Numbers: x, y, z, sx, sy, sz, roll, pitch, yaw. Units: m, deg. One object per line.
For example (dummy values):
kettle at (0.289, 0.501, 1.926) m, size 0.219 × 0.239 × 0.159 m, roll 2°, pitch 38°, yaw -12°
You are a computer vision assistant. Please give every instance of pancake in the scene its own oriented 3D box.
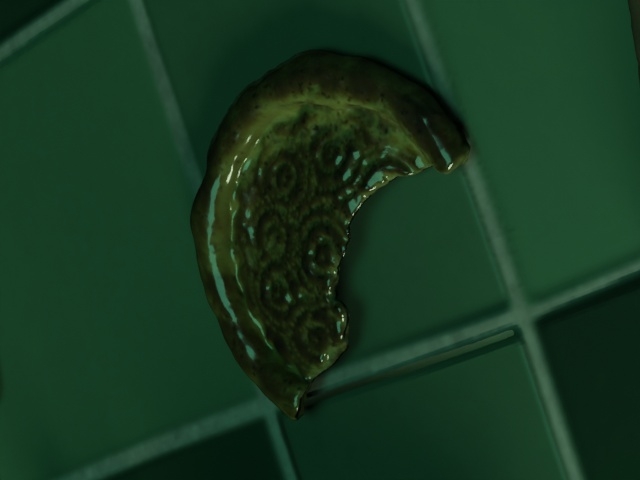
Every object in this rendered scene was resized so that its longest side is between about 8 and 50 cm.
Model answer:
pancake at (0.000, 0.000, 0.969) m, size 0.184 × 0.020 × 0.191 m, roll 6°, pitch 102°, yaw 40°

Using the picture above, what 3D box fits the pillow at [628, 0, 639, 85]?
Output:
pillow at (0.214, -0.033, 0.727) m, size 0.223 × 0.084 × 0.236 m, roll 1°, pitch 101°, yaw 40°
